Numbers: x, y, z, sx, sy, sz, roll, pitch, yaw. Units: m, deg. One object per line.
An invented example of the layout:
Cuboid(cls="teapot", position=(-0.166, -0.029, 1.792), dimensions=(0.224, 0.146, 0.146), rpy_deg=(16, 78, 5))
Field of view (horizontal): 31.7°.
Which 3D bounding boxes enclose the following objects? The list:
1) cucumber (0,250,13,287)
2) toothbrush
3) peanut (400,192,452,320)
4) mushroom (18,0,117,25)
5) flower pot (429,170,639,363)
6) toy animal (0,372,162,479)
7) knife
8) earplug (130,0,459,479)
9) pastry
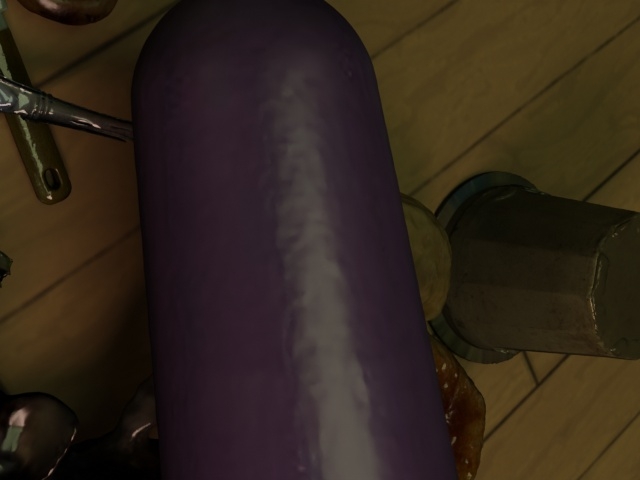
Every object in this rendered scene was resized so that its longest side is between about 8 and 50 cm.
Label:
Cuboid(cls="cucumber", position=(-0.310, -0.017, 0.820), dimensions=(0.181, 0.053, 0.053), rpy_deg=(36, 73, -32))
Cuboid(cls="toothbrush", position=(-0.263, -0.113, 0.831), dimensions=(0.413, 0.042, 0.035), rpy_deg=(14, 93, -29))
Cuboid(cls="peanut", position=(0.000, 0.000, 0.996), dimensions=(0.313, 0.152, 0.152), rpy_deg=(15, 86, -36))
Cuboid(cls="mushroom", position=(-0.178, -0.221, 0.878), dimensions=(0.130, 0.073, 0.088), rpy_deg=(-29, 99, 5))
Cuboid(cls="flower pot", position=(0.247, 0.039, 1.149), dimensions=(0.212, 0.203, 0.212), rpy_deg=(-6, 100, -40))
Cuboid(cls="toy animal", position=(-0.221, 0.183, 0.824), dimensions=(0.344, 0.194, 0.302), rpy_deg=(33, 81, -37))
Cuboid(cls="knife", position=(-0.268, -0.182, 0.850), dimensions=(0.061, 0.027, 0.343), rpy_deg=(-26, 109, -28))
Cuboid(cls="earplug", position=(-0.024, 0.047, 0.778), dimensions=(0.215, 0.215, 0.455), rpy_deg=(-8, 91, -36))
Cuboid(cls="pastry", position=(0.071, 0.182, 1.093), dimensions=(0.182, 0.093, 0.192), rpy_deg=(-49, 118, -26))
